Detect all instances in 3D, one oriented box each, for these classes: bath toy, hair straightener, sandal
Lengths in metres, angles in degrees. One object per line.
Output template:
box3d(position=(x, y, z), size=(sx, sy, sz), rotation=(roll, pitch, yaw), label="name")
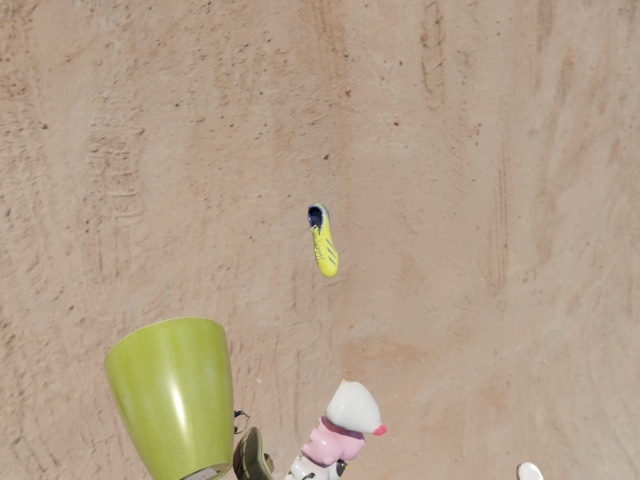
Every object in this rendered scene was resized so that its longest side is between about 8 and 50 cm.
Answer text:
box3d(position=(0.032, 0.452, 0.908), size=(0.348, 0.129, 0.151), rotation=(-65, 167, 23), label="bath toy")
box3d(position=(-0.317, 0.594, 1.276), size=(0.230, 0.089, 0.047), rotation=(-16, 137, -24), label="hair straightener")
box3d(position=(-0.188, 0.715, 1.282), size=(0.120, 0.303, 0.086), rotation=(-43, 127, 3), label="sandal")

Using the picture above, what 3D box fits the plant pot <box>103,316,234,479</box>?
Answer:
box3d(position=(-0.298, 0.366, 0.900), size=(0.275, 0.293, 0.275), rotation=(-19, 144, -15), label="plant pot")

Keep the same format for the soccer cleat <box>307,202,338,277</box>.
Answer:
box3d(position=(-0.001, 0.000, 1.583), size=(0.121, 0.093, 0.289), rotation=(6, 74, -67), label="soccer cleat")

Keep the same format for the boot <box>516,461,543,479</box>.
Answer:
box3d(position=(0.519, 0.634, 0.997), size=(0.086, 0.069, 0.190), rotation=(59, 24, -57), label="boot")
